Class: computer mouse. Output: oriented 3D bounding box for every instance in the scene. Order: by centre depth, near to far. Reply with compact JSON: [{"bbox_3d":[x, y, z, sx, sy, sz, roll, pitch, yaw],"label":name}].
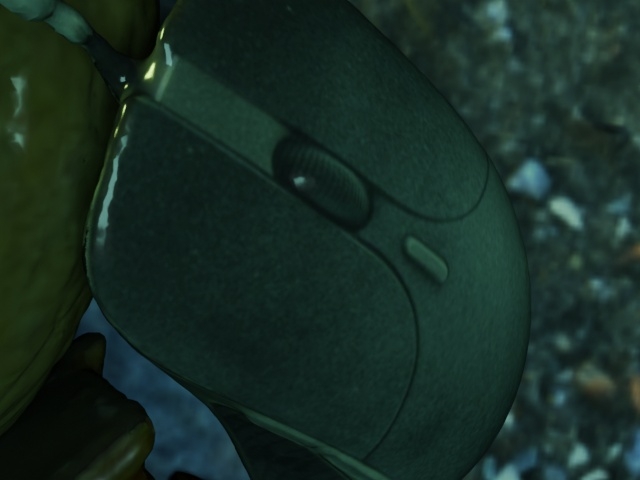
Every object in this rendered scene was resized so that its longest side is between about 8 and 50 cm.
[{"bbox_3d":[0.000,0.000,0.707,0.090,0.379,0.167,8,70,31],"label":"computer mouse"}]

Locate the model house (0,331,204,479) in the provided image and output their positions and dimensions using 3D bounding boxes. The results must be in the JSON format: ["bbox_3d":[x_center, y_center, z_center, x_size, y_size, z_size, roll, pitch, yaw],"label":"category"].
[{"bbox_3d":[-0.091,0.182,0.764,0.219,0.199,0.229,-37,105,-18],"label":"model house"}]

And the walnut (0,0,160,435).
[{"bbox_3d":[-0.174,-0.049,0.701,0.227,0.283,0.283,7,102,15],"label":"walnut"}]
